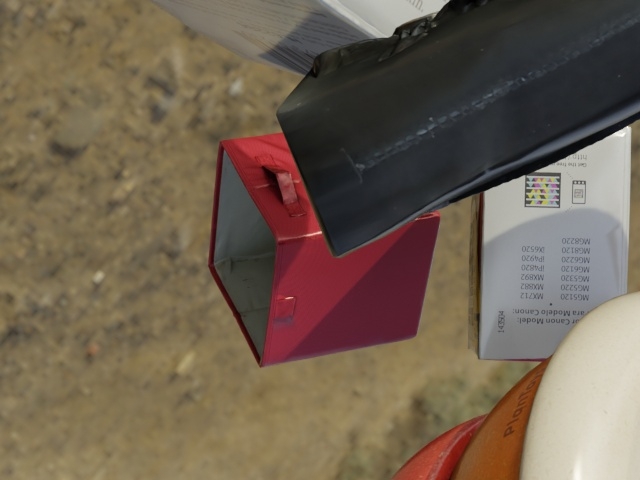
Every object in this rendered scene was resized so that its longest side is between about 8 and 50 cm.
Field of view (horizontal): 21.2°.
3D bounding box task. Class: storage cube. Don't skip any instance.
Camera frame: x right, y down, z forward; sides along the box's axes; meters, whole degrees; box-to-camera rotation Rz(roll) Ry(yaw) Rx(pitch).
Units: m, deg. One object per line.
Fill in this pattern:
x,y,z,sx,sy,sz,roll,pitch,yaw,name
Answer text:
0.000,0.000,1.887,0.193,0.184,0.215,-9,133,-21,storage cube

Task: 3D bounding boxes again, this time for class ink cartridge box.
0.203,0.041,1.571,0.309,0.130,0.272,36,56,-85,ink cartridge box

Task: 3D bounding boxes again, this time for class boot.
0.217,-0.134,1.027,0.445,0.146,0.367,-29,172,15,boot

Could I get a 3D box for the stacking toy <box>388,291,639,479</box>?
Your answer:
0.092,0.251,1.097,0.480,0.350,0.350,-22,-173,41,stacking toy

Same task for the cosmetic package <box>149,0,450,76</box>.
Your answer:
0.037,-0.337,1.303,0.327,0.329,0.394,27,84,-50,cosmetic package
